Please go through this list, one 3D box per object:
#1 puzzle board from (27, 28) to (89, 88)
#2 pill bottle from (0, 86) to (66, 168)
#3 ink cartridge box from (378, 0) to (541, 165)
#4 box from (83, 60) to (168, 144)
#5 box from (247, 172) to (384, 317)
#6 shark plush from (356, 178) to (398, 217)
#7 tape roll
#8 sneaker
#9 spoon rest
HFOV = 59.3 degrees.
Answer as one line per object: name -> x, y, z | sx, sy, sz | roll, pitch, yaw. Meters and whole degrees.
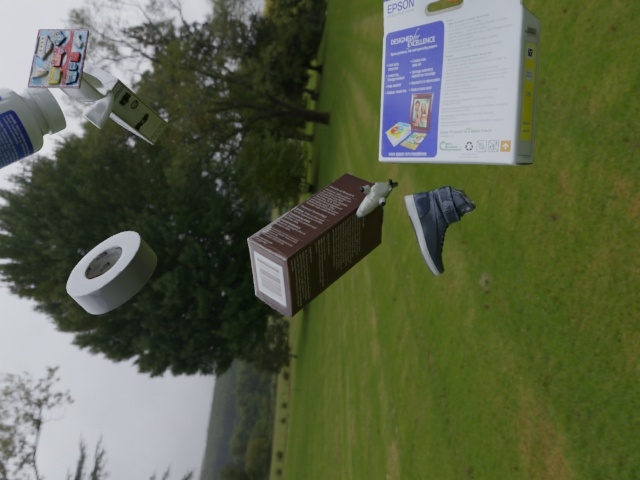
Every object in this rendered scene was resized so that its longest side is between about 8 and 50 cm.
puzzle board -> -0.489, -0.341, 1.049 | 0.011, 0.096, 0.128 | 93, 177, -71
pill bottle -> -0.699, -0.234, 1.205 | 0.272, 0.152, 0.152 | -36, -20, -29
ink cartridge box -> 0.230, -0.287, 0.980 | 0.303, 0.072, 0.308 | 12, 101, 52
box -> -0.604, -0.410, 1.685 | 0.087, 0.169, 0.290 | -58, -17, -4
box -> 0.000, 0.000, 1.441 | 0.381, 0.143, 0.191 | -35, -42, -35
shark plush -> 0.141, -0.117, 1.415 | 0.161, 0.073, 0.067 | -53, -12, -45
tape roll -> -0.522, 0.077, 1.409 | 0.072, 0.219, 0.219 | 58, -162, -34
sneaker -> 0.321, -0.028, 1.416 | 0.086, 0.163, 0.226 | -65, -44, -71
spoon rest -> -0.509, -0.331, 1.217 | 0.084, 0.137, 0.276 | -52, 0, -10
